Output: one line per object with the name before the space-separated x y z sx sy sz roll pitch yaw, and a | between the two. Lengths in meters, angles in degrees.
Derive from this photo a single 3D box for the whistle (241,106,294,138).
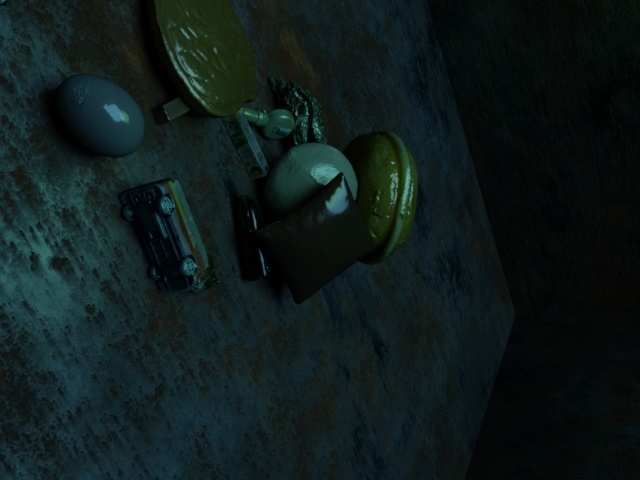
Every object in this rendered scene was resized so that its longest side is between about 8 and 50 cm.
whistle | -0.162 -0.349 1.821 0.198 0.104 0.057 8 53 -44

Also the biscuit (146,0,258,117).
biscuit | -0.292 -0.514 1.621 0.365 0.062 0.384 -39 110 -57

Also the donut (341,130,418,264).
donut | 0.168 -0.141 2.030 0.198 0.449 0.448 5 78 -23

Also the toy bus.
toy bus | -0.351 -0.015 1.449 0.120 0.121 0.264 -51 127 -59

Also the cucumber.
cucumber | -0.190 -0.010 1.733 0.074 0.075 0.241 -13 95 -57

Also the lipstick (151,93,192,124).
lipstick | -0.355 -0.337 1.557 0.145 0.045 0.045 -50 127 -49

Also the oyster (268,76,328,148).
oyster | -0.054 -0.363 1.961 0.158 0.162 0.350 -31 107 -13

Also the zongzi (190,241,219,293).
zongzi | -0.303 0.068 1.549 0.109 0.055 0.119 -25 106 -72

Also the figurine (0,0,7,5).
figurine | -0.641 -0.510 1.095 0.229 0.112 0.137 45 56 -62

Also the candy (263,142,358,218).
candy | -0.019 -0.154 1.846 0.296 0.185 0.295 -14 123 -22

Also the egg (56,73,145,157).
egg | -0.456 -0.260 1.295 0.198 0.147 0.146 49 46 -33

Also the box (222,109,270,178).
box | -0.209 -0.272 1.768 0.207 0.050 0.041 65 33 -26

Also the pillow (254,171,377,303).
pillow | 0.000 0.000 1.767 0.308 0.108 0.305 -35 130 -10
